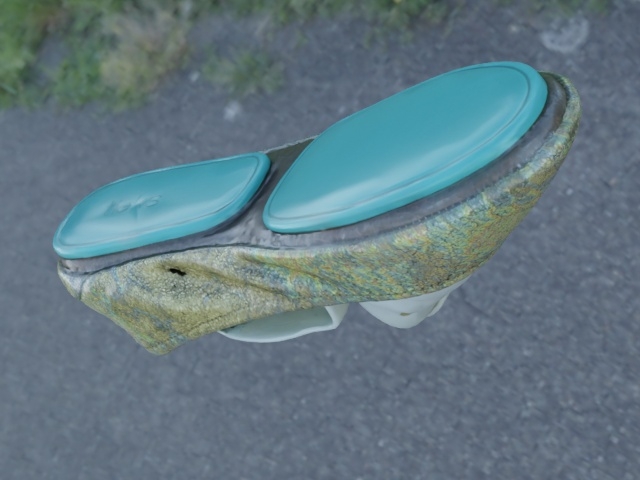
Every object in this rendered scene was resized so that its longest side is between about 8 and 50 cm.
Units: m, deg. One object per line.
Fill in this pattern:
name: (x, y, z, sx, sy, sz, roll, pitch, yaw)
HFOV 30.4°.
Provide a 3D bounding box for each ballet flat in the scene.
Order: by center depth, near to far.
ballet flat: (0.000, 0.000, 0.603, 0.349, 0.123, 0.123, -12, 55, 42)
